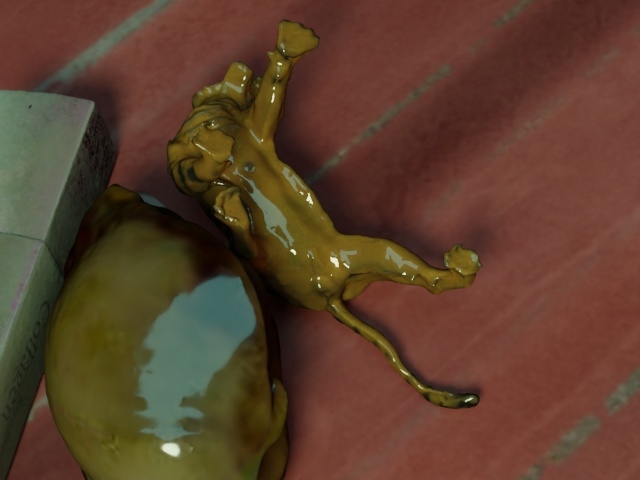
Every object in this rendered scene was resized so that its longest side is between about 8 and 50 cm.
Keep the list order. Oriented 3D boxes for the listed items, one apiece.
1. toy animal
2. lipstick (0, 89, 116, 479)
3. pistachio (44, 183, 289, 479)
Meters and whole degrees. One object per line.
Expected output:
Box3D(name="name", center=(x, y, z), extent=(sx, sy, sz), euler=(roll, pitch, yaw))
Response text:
Box3D(name="toy animal", center=(-0.007, 0.003, 0.930), extent=(0.114, 0.116, 0.255), euler=(-27, 73, -23))
Box3D(name="lipstick", center=(-0.194, 0.063, 0.922), extent=(0.068, 0.066, 0.317), euler=(7, 60, 13))
Box3D(name="pistachio", center=(-0.082, 0.060, 0.881), extent=(0.165, 0.130, 0.210), euler=(-45, 55, 28))
